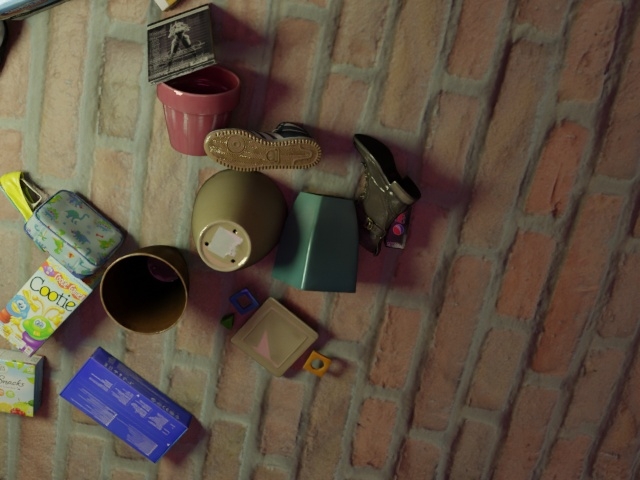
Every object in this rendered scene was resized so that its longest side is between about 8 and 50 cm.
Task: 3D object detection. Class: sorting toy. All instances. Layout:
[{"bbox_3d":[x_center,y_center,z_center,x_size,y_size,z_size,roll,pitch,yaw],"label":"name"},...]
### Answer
[{"bbox_3d":[-0.125,0.270,1.940,0.347,0.047,0.196,40,109,-10],"label":"sorting toy"}]

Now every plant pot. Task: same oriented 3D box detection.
[{"bbox_3d":[0.000,0.000,1.766,0.165,0.165,0.234,6,97,-33],"label":"plant pot"},{"bbox_3d":[-0.300,-0.314,1.687,0.201,0.201,0.180,10,124,-1],"label":"plant pot"},{"bbox_3d":[-0.430,0.098,1.795,0.215,0.230,0.216,0,108,1],"label":"plant pot"},{"bbox_3d":[-0.219,-0.030,1.725,0.256,0.274,0.257,1,108,2],"label":"plant pot"}]

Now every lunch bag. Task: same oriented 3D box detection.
[{"bbox_3d":[-0.636,-0.019,1.795,0.219,0.176,0.090,42,124,-12],"label":"lunch bag"}]

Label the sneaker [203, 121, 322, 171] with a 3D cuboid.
[{"bbox_3d":[-0.146,-0.238,1.706,0.282,0.153,0.099,3,114,-11],"label":"sneaker"}]

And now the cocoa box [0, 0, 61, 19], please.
[{"bbox_3d":[-0.704,-0.699,1.546,0.231,0.228,0.347,-17,107,7],"label":"cocoa box"}]

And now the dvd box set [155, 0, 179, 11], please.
[{"bbox_3d":[-0.295,-0.784,1.593,0.420,0.062,0.308,-33,104,11],"label":"dvd box set"}]

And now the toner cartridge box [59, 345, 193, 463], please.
[{"bbox_3d":[-0.561,0.479,2.005,0.348,0.075,0.165,40,106,-10],"label":"toner cartridge box"}]

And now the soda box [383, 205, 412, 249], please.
[{"bbox_3d":[0.206,-0.065,1.811,0.053,0.060,0.169,8,107,-2],"label":"soda box"}]

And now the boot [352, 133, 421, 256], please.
[{"bbox_3d":[0.115,-0.115,1.772,0.263,0.091,0.229,55,128,18],"label":"boot"}]

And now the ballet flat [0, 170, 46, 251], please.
[{"bbox_3d":[-0.764,-0.081,1.834,0.077,0.077,0.231,-29,104,-4],"label":"ballet flat"}]

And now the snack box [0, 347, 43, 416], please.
[{"bbox_3d":[-0.916,0.404,1.994,0.207,0.070,0.175,10,108,-3],"label":"snack box"}]

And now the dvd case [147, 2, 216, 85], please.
[{"bbox_3d":[-0.332,-0.465,1.633,0.164,0.221,0.018,-17,143,7],"label":"dvd case"}]

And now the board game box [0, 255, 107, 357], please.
[{"bbox_3d":[-0.731,0.155,1.869,0.142,0.144,0.275,43,104,-11],"label":"board game box"}]

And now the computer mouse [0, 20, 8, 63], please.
[{"bbox_3d":[-0.856,-0.479,1.711,0.188,0.072,0.272,35,118,-11],"label":"computer mouse"}]
